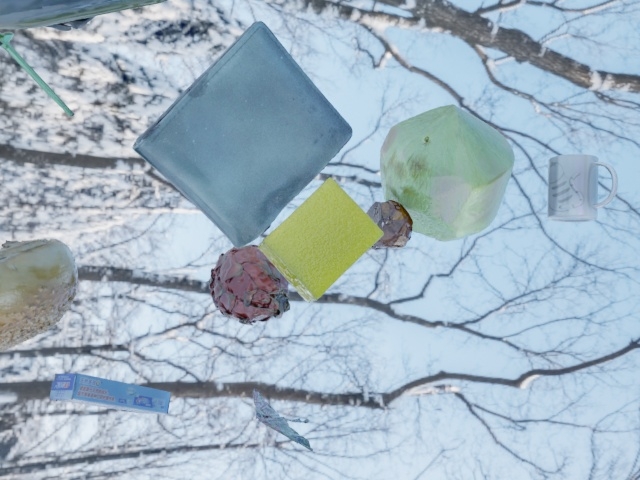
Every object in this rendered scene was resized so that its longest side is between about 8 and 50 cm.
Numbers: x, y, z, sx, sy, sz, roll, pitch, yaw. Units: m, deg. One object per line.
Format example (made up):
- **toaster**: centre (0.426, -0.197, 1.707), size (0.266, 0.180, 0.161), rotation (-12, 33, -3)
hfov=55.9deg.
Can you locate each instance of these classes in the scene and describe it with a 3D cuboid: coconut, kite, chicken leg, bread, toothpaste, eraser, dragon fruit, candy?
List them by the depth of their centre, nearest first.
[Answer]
- **candy**: centre (-0.314, -0.197, 0.600), size (0.049, 0.184, 0.055), rotation (-31, -161, 28)
- **eraser**: centre (0.000, 0.000, 0.729), size (0.097, 0.122, 0.045), rotation (46, -19, -3)
- **kite**: centre (-0.055, 0.264, 0.894), size (0.139, 0.157, 0.011), rotation (40, -86, 33)
- **bread**: centre (-0.514, 0.085, 1.029), size (0.314, 0.192, 0.171), rotation (-46, 116, -75)
- **toothpaste**: centre (-0.416, 0.314, 1.220), size (0.066, 0.272, 0.053), rotation (-4, -112, 26)
- **chicken leg**: centre (0.112, -0.025, 1.393), size (0.304, 0.093, 0.113), rotation (-17, -88, 63)
- **coconut**: centre (0.285, -0.165, 1.394), size (0.328, 0.282, 0.328), rotation (44, -34, 41)
- **dragon fruit**: centre (-0.210, 0.141, 1.850), size (0.299, 0.244, 0.244), rotation (35, -61, 29)

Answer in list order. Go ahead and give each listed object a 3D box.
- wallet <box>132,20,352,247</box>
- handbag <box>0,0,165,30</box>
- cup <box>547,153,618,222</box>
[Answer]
- **wallet**: centre (-0.114, -0.164, 0.970), size (0.290, 0.251, 0.054), rotation (-48, -150, -7)
- **handbag**: centre (-0.231, -0.275, 0.412), size (0.241, 0.263, 0.222), rotation (27, -44, 28)
- **cup**: centre (0.527, -0.109, 1.239), size (0.136, 0.099, 0.133), rotation (148, -54, -81)
